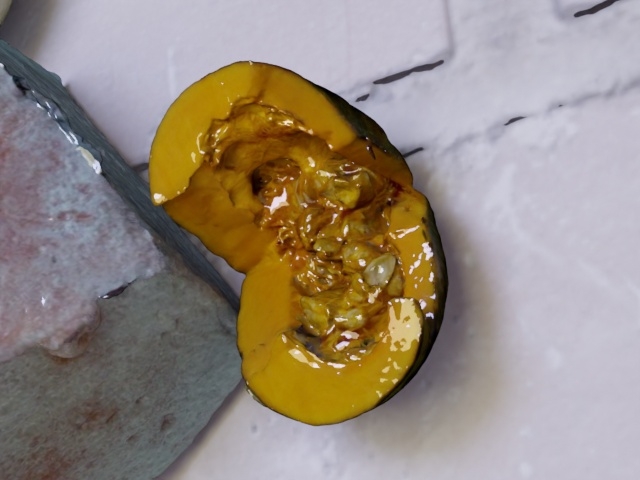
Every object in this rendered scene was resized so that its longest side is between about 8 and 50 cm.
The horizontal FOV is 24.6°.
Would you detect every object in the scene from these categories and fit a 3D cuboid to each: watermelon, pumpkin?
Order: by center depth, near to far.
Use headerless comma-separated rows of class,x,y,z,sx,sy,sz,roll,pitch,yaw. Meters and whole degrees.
pumpkin,0.000,0.000,0.757,0.119,0.108,0.183,-27,81,21
watermelon,-0.162,0.042,0.807,0.258,0.228,0.387,10,58,3

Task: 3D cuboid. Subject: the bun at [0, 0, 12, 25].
bun,-0.355,-0.233,0.893,0.202,0.364,0.364,159,121,-74
